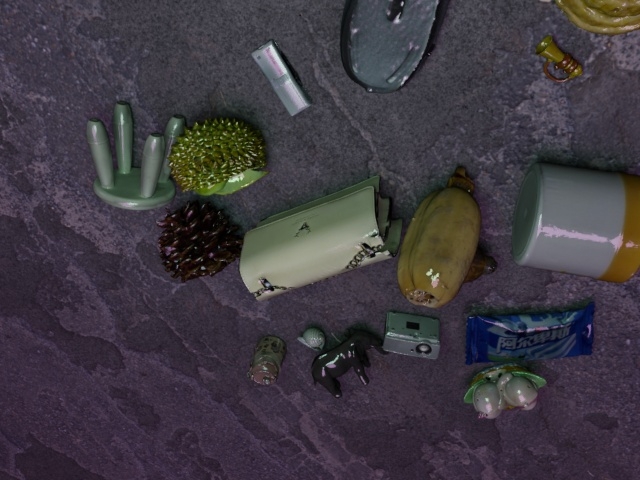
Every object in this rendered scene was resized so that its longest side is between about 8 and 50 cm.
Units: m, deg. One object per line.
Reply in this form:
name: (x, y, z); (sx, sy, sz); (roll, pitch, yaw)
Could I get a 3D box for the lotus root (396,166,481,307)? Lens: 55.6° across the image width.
lotus root: (0.280, -0.009, 1.373); (0.152, 0.342, 0.169); (32, 158, -22)

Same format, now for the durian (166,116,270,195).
durian: (-0.230, -0.191, 1.385); (0.200, 0.237, 0.176); (-2, 95, 39)

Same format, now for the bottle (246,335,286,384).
bottle: (-0.157, 0.354, 1.743); (0.099, 0.152, 0.098); (5, 123, 8)

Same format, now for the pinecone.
pinecone: (-0.309, -0.004, 1.519); (0.222, 0.221, 0.221); (5, 122, 7)

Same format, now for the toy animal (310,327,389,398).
toy animal: (0.085, 0.340, 1.698); (0.245, 0.114, 0.146); (-36, 116, -7)

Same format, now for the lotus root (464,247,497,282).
lotus root: (0.327, 0.052, 1.488); (0.210, 0.120, 0.120); (1, 121, 12)

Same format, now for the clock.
clock: (0.505, 0.416, 1.667); (0.231, 0.144, 0.103); (-24, 116, 22)

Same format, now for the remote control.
remote control: (-0.085, -0.363, 1.362); (0.065, 0.029, 0.166); (-25, 114, 24)

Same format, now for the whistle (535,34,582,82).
whistle: (0.490, -0.365, 1.252); (0.109, 0.046, 0.057); (35, 106, -18)

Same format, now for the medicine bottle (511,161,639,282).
medicine bottle: (0.560, -0.041, 1.323); (0.232, 0.238, 0.237); (10, 122, 6)

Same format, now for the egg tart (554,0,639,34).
egg tart: (0.565, -0.519, 1.103); (0.291, 0.115, 0.290); (4, 123, 6)

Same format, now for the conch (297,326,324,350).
conch: (-0.019, 0.279, 1.730); (0.085, 0.056, 0.076); (13, 146, 50)

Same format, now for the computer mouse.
computer mouse: (0.155, -0.475, 1.203); (0.203, 0.114, 0.373); (18, 130, -4)

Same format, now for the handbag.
handbag: (0.000, 0.000, 1.448); (0.359, 0.236, 0.160); (-20, 118, 21)

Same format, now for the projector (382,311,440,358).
projector: (0.246, 0.250, 1.628); (0.147, 0.115, 0.061); (8, 124, 5)

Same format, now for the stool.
stool: (-0.433, -0.196, 1.431); (0.195, 0.195, 0.198); (15, 121, 1)

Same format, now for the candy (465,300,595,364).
candy: (0.548, 0.249, 1.598); (0.331, 0.077, 0.187); (-4, 122, 10)
